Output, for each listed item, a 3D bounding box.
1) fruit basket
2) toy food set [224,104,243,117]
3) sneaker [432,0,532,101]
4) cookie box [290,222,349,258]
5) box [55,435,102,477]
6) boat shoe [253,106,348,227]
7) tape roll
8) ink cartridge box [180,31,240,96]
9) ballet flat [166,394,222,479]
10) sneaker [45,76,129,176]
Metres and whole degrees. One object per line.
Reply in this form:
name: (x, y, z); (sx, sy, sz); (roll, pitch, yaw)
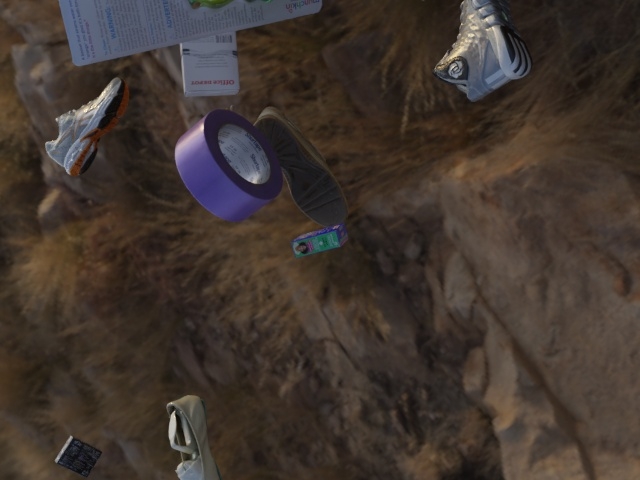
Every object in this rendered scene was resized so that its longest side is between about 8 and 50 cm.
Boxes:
fruit basket: (-0.170, -0.411, 1.099); (0.165, 0.353, 0.327); (-132, 30, -57)
toy food set: (-0.191, -0.214, 1.916); (0.071, 0.218, 0.128); (18, 109, 1)
sneaker: (0.200, -0.288, 1.237); (0.132, 0.086, 0.229); (-36, 46, 33)
cookie box: (0.000, 0.000, 1.964); (0.107, 0.092, 0.040); (-16, 97, 17)
box: (-0.546, 0.489, 2.013); (0.083, 0.067, 0.018); (36, 168, -30)
boat shoe: (-0.037, -0.185, 2.200); (0.121, 0.110, 0.341); (-26, 113, 20)
tape roll: (-0.160, -0.133, 1.575); (0.080, 0.189, 0.189); (-34, 86, 29)
ink cartridge box: (-0.280, -0.463, 2.236); (0.082, 0.139, 0.191); (178, 88, -78)
ballet flat: (-0.258, 0.427, 1.771); (0.086, 0.086, 0.248); (112, 145, -55)
sneaker: (-0.566, -0.292, 2.133); (0.121, 0.262, 0.099); (32, 176, 9)
